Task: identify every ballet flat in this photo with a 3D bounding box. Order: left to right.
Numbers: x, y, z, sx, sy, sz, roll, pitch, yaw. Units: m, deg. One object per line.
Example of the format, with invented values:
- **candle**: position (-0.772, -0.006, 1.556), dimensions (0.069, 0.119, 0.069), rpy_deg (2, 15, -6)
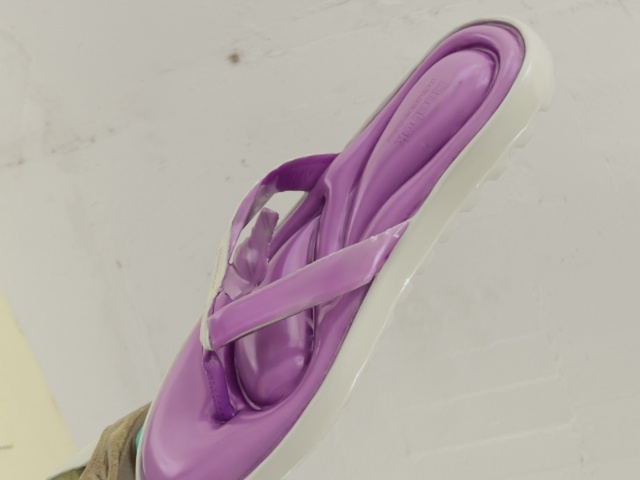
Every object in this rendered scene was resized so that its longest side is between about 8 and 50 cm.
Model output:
- **ballet flat**: position (-0.175, 0.223, 0.705), dimensions (0.124, 0.342, 0.116), rpy_deg (-16, -77, 6)

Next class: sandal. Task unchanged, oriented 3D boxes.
- **sandal**: position (-0.008, -0.004, 0.595), dimensions (0.102, 0.169, 0.416), rpy_deg (42, -100, -34)
